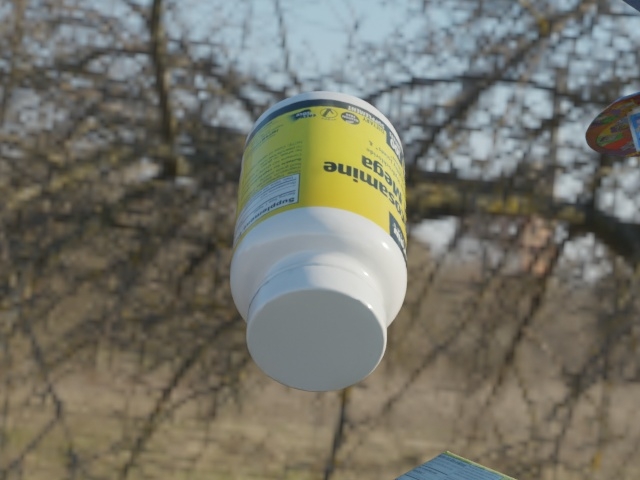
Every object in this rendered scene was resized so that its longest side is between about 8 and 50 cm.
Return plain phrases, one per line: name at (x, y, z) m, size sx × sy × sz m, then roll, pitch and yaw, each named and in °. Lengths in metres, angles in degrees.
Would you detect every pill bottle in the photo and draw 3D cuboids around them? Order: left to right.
pill bottle at (0.000, 0.000, 1.791) m, size 0.188 × 0.188 × 0.334 m, roll 5°, pitch 38°, yaw -3°

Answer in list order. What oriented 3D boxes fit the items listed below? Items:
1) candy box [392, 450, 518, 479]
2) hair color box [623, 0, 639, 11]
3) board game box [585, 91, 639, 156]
candy box at (0.079, 0.188, 1.118) m, size 0.105 × 0.027 × 0.206 m, roll -24°, pitch 7°, yaw -13°
hair color box at (0.234, -0.317, 1.053) m, size 0.185 × 0.374 × 0.113 m, roll 29°, pitch -37°, yaw -20°
board game box at (0.241, -0.067, 0.966) m, size 0.169 × 0.033 × 0.133 m, roll -17°, pitch -16°, yaw 14°
